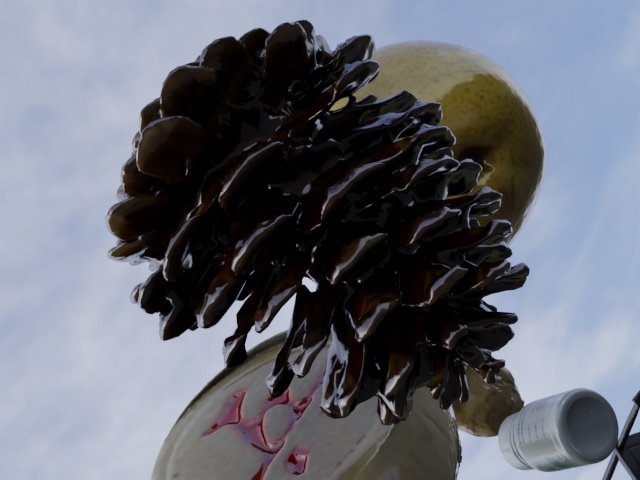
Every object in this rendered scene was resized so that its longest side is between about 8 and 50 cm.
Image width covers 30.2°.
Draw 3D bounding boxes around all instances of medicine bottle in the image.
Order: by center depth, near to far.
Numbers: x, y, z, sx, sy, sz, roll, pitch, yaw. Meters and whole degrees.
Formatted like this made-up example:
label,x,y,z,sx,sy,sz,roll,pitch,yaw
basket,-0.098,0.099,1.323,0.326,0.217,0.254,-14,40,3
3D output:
label,x,y,z,sx,sy,sz,roll,pitch,yaw
medicine bottle,0.253,0.209,1.281,0.080,0.080,0.130,-41,2,-30

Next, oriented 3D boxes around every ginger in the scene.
label,x,y,z,sx,sy,sz,roll,pitch,yaw
ginger,0.177,0.201,1.508,0.193,0.122,0.115,-7,-58,-40

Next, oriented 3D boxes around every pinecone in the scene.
label,x,y,z,sx,sy,sz,roll,pitch,yaw
pinecone,0.001,0.000,0.771,0.246,0.292,0.246,-41,-20,-18

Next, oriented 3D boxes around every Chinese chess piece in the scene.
label,x,y,z,sx,sy,sz,roll,pitch,yaw
Chinese chess piece,-0.013,0.174,0.925,0.250,0.249,0.103,-47,-59,-23

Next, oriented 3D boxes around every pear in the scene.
label,x,y,z,sx,sy,sz,roll,pitch,yaw
pear,0.111,-0.082,1.381,0.314,0.314,0.314,-33,-43,-37

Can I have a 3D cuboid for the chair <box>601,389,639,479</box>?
label,x,y,z,sx,sy,sz,roll,pitch,yaw
chair,0.455,0.287,1.487,0.154,0.141,0.260,-16,-41,-17
